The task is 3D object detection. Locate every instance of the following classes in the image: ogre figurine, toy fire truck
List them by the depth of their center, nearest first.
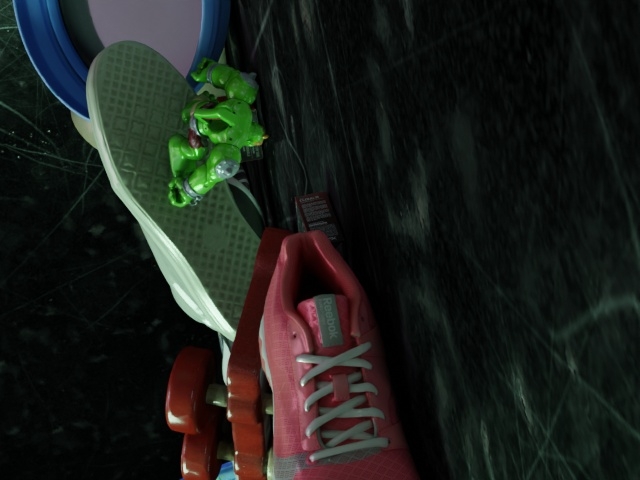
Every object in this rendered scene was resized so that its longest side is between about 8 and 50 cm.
[{"bbox_3d":[-0.065,0.164,1.501,0.302,0.169,0.254,87,-165,-51],"label":"toy fire truck"},{"bbox_3d":[-0.136,-0.142,1.575,0.118,0.197,0.097,-1,143,47],"label":"ogre figurine"}]

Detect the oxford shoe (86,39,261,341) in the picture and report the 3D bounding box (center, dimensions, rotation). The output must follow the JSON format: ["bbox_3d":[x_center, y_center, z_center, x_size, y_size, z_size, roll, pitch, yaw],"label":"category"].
[{"bbox_3d":[-0.193,-0.055,1.676,0.449,0.169,0.130,62,156,-9],"label":"oxford shoe"}]

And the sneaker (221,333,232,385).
[{"bbox_3d":[-0.116,0.174,2.115,0.124,0.107,0.283,45,152,50],"label":"sneaker"}]

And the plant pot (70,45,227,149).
[{"bbox_3d":[-0.250,-0.300,1.932,0.256,0.256,0.274,-108,26,-42],"label":"plant pot"}]

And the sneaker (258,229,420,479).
[{"bbox_3d":[0.003,0.115,0.963,0.314,0.115,0.136,-109,12,-48],"label":"sneaker"}]

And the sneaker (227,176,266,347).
[{"bbox_3d":[-0.111,0.048,1.807,0.147,0.104,0.296,-115,10,-56],"label":"sneaker"}]

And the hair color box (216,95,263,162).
[{"bbox_3d":[-0.114,-0.159,1.722,0.141,0.043,0.072,-126,27,-71],"label":"hair color box"}]

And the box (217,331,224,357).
[{"bbox_3d":[-0.156,0.159,2.348,0.183,0.059,0.233,106,155,-51],"label":"box"}]

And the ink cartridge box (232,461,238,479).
[{"bbox_3d":[-0.048,0.390,1.732,0.278,0.117,0.201,153,106,-82],"label":"ink cartridge box"}]

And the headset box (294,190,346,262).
[{"bbox_3d":[0.000,0.000,1.131,0.083,0.032,0.062,-112,13,-48],"label":"headset box"}]

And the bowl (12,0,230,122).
[{"bbox_3d":[-0.288,-0.358,1.757,0.391,0.077,0.391,12,111,35],"label":"bowl"}]

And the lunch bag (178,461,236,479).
[{"bbox_3d":[-0.171,0.455,2.083,0.221,0.293,0.138,98,160,-67],"label":"lunch bag"}]

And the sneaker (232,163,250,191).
[{"bbox_3d":[-0.160,-0.076,2.069,0.162,0.106,0.281,72,-173,-52],"label":"sneaker"}]
